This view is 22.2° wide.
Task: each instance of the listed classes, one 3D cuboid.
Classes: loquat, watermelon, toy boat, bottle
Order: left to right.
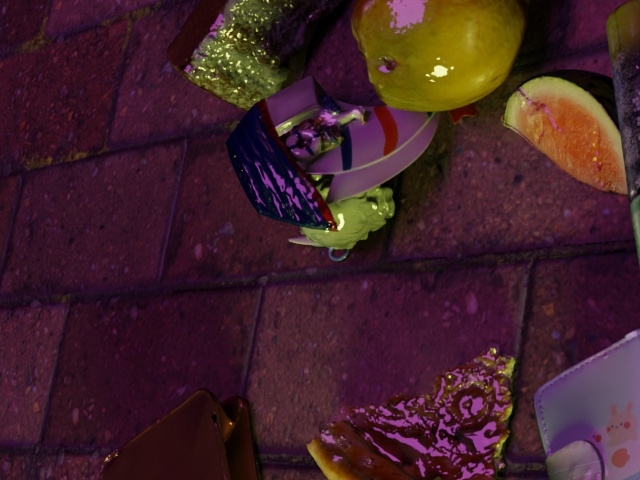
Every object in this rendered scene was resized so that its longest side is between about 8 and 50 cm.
[{"bbox_3d":[0.038,-0.103,2.034,0.318,0.072,0.219,-3,55,4],"label":"toy boat"},{"bbox_3d":[0.162,-0.265,1.976,0.246,0.213,0.213,-24,49,4],"label":"loquat"},{"bbox_3d":[0.298,-0.132,1.865,0.245,0.063,0.119,34,119,47],"label":"watermelon"},{"bbox_3d":[0.366,-0.101,1.730,0.093,0.093,0.330,-28,53,41],"label":"bottle"}]

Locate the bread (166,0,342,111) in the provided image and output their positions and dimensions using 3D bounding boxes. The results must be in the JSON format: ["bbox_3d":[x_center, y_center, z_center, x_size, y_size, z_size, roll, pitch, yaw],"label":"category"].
[{"bbox_3d":[-0.041,-0.376,2.296,0.416,0.165,0.113,-54,39,20],"label":"bread"}]

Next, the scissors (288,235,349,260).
[{"bbox_3d":[0.000,0.000,2.193,0.119,0.014,0.058,-1,72,47],"label":"scissors"}]

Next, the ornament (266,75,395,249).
[{"bbox_3d":[-0.008,-0.104,2.158,0.130,0.120,0.285,-39,48,9],"label":"ornament"}]

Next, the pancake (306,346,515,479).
[{"bbox_3d":[0.123,0.214,1.872,0.266,0.057,0.244,35,92,38],"label":"pancake"}]

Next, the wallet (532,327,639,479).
[{"bbox_3d":[0.314,0.230,1.656,0.176,0.075,0.250,-34,48,32],"label":"wallet"}]

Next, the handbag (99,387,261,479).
[{"bbox_3d":[-0.181,0.364,2.196,0.260,0.084,0.275,-35,49,32],"label":"handbag"}]
